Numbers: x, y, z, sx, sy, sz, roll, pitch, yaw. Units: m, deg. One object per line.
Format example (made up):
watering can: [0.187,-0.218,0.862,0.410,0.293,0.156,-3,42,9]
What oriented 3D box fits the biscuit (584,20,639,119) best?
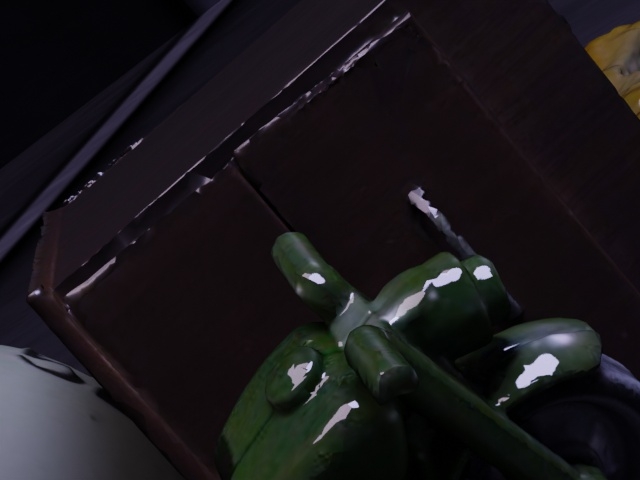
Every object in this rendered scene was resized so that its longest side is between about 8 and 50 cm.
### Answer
biscuit: [0.151,-0.070,0.881,0.174,0.039,0.183,-40,13,14]

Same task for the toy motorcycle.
toy motorcycle: [-0.012,0.114,0.502,0.275,0.127,0.205,-28,27,-7]

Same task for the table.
table: [0.023,0.004,0.713,0.193,0.169,0.172,-40,12,2]

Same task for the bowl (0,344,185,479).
bowl: [-0.212,0.155,0.785,0.354,0.185,0.354,-36,6,4]
